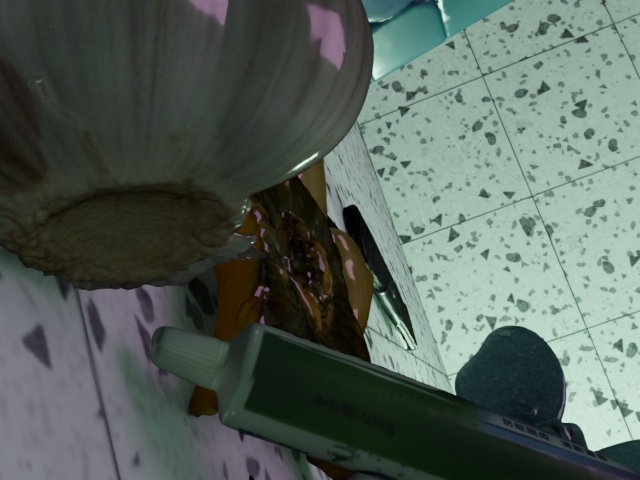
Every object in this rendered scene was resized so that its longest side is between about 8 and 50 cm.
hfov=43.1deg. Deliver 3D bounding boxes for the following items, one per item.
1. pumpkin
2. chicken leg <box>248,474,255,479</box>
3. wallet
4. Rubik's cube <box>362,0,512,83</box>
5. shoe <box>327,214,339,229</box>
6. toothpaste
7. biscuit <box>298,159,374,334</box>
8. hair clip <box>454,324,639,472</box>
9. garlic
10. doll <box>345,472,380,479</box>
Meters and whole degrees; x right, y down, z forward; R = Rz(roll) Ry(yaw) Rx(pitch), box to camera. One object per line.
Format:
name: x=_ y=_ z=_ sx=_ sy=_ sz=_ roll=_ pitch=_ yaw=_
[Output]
pumpkin: x=-0.032 y=0.045 z=0.648 sx=0.290 sy=0.095 sz=0.258 roll=45 pitch=29 yaw=-61
chicken leg: x=-0.034 y=0.194 z=0.544 sx=0.036 sy=0.021 sz=0.083 roll=-115 pitch=-173 yaw=-75
wallet: x=0.127 y=0.084 z=1.674 sx=0.172 sy=0.045 sz=0.318 roll=-101 pitch=166 yaw=-52
Rubik's cube: x=0.005 y=-0.423 z=0.997 sx=0.347 sy=0.344 sz=0.346 roll=65 pitch=7 yaw=26
shoe: x=0.000 y=0.000 z=1.119 sx=0.179 sy=0.049 sz=0.071 roll=54 pitch=-10 yaw=24
toothpaste: x=0.089 y=0.123 z=0.467 sx=0.099 sy=0.392 sz=0.061 roll=131 pitch=-22 yaw=-73
biscuit: x=-0.015 y=-0.003 z=0.843 sx=0.154 sy=0.045 sz=0.299 roll=-55 pitch=131 yaw=-45
hair clip: x=0.258 y=0.328 z=1.001 sx=0.392 sy=0.318 sz=0.238 roll=34 pitch=-41 yaw=55
garlic: x=-0.081 y=-0.069 z=0.413 sx=0.256 sy=0.207 sz=0.207 roll=-28 pitch=97 yaw=-80
doll: x=0.064 y=0.271 z=0.676 sx=0.110 sy=0.107 sz=0.181 roll=-32 pitch=96 yaw=-44
